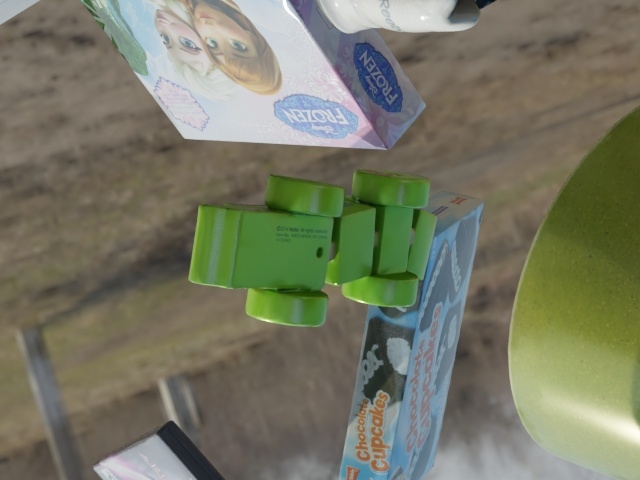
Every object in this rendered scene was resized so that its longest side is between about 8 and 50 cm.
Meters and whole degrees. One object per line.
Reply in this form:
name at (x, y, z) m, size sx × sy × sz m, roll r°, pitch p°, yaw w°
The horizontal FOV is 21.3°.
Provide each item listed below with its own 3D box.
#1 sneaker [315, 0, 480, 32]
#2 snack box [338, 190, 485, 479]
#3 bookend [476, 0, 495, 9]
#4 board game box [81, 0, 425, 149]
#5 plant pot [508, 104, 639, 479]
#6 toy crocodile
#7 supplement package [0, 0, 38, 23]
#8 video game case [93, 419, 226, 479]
sneaker at (0.122, -0.241, 1.075) m, size 0.129 × 0.297 × 0.111 m, roll 25°, pitch 168°, yaw 44°
snack box at (0.096, 0.121, 1.815) m, size 0.060 × 0.322 × 0.187 m, roll 15°, pitch -162°, yaw 19°
bookend at (0.148, -0.286, 1.390) m, size 0.157 × 0.072 × 0.156 m, roll -29°, pitch 142°, yaw 6°
board game box at (-0.102, -0.222, 1.546) m, size 0.318 × 0.318 × 0.066 m, roll 6°, pitch -130°, yaw 51°
plant pot at (0.318, 0.074, 1.058) m, size 0.274 × 0.275 × 0.293 m, roll -14°, pitch -151°, yaw -39°
toy crocodile at (0.000, 0.000, 1.409) m, size 0.105 × 0.115 × 0.340 m, roll 11°, pitch -170°, yaw 34°
supplement package at (-0.371, -0.333, 1.730) m, size 0.194 × 0.203 × 0.149 m, roll -35°, pitch 172°, yaw -19°
video game case at (-0.127, 0.275, 1.687) m, size 0.026 × 0.196 × 0.274 m, roll -42°, pitch -177°, yaw -23°
